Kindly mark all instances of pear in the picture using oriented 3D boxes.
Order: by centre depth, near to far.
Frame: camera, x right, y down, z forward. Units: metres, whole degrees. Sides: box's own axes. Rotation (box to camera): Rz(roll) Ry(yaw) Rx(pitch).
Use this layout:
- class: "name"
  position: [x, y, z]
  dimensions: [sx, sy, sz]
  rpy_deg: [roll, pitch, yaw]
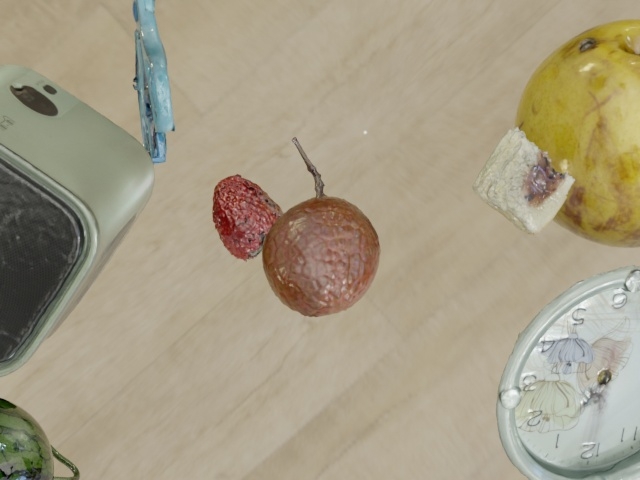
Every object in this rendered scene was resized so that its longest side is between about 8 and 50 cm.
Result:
- class: "pear"
  position: [0.376, -0.132, 1.729]
  dimensions: [0.281, 0.281, 0.280]
  rpy_deg: [0, 94, 2]

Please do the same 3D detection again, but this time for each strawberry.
- class: "strawberry"
  position: [-0.087, -0.029, 1.591]
  dimensions: [0.083, 0.083, 0.096]
  rpy_deg: [-32, 83, 4]

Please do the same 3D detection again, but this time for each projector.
- class: "projector"
  position: [-0.358, -0.028, 1.560]
  dimensions: [0.248, 0.249, 0.248]
  rpy_deg: [34, 110, -4]

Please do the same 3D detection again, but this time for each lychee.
- class: "lychee"
  position: [0.003, 0.004, 1.207]
  dimensions: [0.101, 0.140, 0.114]
  rpy_deg: [11, 134, 14]

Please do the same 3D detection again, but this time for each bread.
- class: "bread"
  position: [0.177, -0.049, 1.214]
  dimensions: [0.083, 0.035, 0.070]
  rpy_deg: [41, 80, -31]

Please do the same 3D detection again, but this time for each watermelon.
- class: "watermelon"
  position: [-0.303, 0.214, 1.290]
  dimensions: [0.187, 0.141, 0.140]
  rpy_deg: [10, 96, -33]

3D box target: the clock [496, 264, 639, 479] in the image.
- class: "clock"
  position: [0.264, 0.126, 1.290]
  dimensions: [0.236, 0.053, 0.236]
  rpy_deg: [-8, 116, -17]

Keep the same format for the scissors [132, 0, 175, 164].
- class: "scissors"
  position: [-0.230, -0.290, 1.813]
  dimensions: [0.032, 0.180, 0.393]
  rpy_deg: [-6, 78, -16]
